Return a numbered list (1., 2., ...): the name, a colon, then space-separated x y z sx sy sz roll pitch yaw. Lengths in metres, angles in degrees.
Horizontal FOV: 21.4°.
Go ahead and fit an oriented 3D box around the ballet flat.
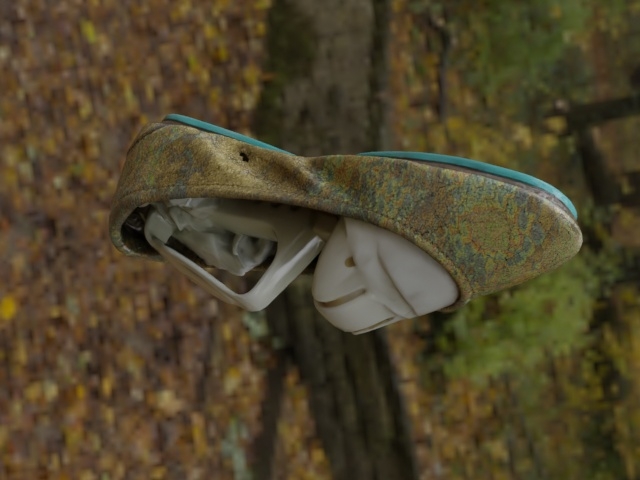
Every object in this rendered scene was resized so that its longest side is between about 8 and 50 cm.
1. ballet flat: 0.000 0.000 1.091 0.123 0.348 0.123 -22 117 -50
